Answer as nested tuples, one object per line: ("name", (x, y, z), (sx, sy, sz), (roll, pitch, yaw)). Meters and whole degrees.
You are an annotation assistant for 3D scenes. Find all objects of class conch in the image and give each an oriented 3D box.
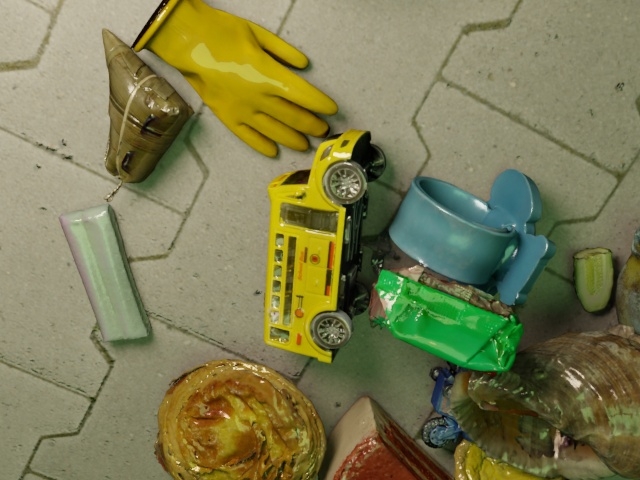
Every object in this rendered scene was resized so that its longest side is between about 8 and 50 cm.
("conch", (0.373, 0.240, 1.081), (0.352, 0.210, 0.297), (27, 135, 2))

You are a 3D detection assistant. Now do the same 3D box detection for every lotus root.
("lotus root", (0.538, 0.111, 1.111), (0.158, 0.140, 0.322), (-29, 103, -10))

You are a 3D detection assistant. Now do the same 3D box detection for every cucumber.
("cucumber", (0.431, 0.063, 1.143), (0.067, 0.035, 0.107), (-15, 114, -9))

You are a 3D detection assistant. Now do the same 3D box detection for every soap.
("soap", (0.164, 0.105, 0.983), (0.218, 0.273, 0.098), (22, 87, 0))

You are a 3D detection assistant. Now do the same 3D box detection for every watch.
("watch", (0.206, -0.010, 1.028), (0.193, 0.211, 0.211), (14, 108, -25))

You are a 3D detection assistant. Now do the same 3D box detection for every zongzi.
("zongzi", (-0.293, -0.179, 1.026), (0.178, 0.081, 0.189), (45, 117, 7))

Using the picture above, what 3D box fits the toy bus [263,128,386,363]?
("toy bus", (0.000, 0.000, 1.043), (0.152, 0.144, 0.330), (10, 111, 13))

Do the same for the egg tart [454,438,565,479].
("egg tart", (0.314, 0.392, 1.198), (0.191, 0.191, 0.074), (-3, 143, -1))

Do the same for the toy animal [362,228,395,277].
("toy animal", (0.090, 0.015, 1.115), (0.050, 0.028, 0.084), (17, 106, -17))

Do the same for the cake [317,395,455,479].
("cake", (0.140, 0.362, 1.168), (0.262, 0.158, 0.160), (11, 109, -8))

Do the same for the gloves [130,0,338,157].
("gloves", (-0.108, -0.225, 1.004), (0.294, 0.116, 0.133), (35, 131, -22))

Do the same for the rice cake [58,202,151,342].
("rice cake", (-0.332, 0.056, 1.105), (0.080, 0.042, 0.222), (-13, 109, 0))

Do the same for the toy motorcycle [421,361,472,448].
("toy motorcycle", (0.240, 0.256, 1.179), (0.114, 0.076, 0.205), (13, 102, -11))

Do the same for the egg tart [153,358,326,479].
("egg tart", (-0.129, 0.315, 1.165), (0.297, 0.132, 0.297), (3, 106, 12))
